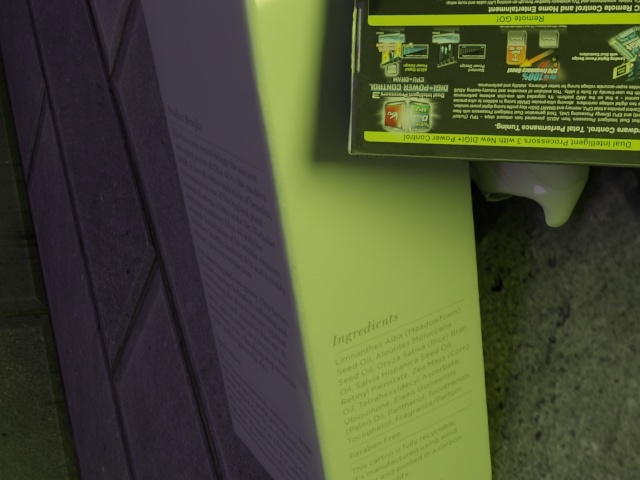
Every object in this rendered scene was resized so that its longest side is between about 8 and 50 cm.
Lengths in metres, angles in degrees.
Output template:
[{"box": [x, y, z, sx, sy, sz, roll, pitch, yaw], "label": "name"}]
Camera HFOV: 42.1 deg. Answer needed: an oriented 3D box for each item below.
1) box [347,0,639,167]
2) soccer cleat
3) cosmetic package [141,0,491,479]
[{"box": [0.153, -0.148, 0.453, 0.270, 0.060, 0.216, 4, 99, 16], "label": "box"}, {"box": [0.130, -0.074, 0.666, 0.196, 0.068, 0.076, 37, 127, 50], "label": "soccer cleat"}, {"box": [0.000, 0.000, 0.691, 0.230, 0.161, 0.453, 32, 136, 55], "label": "cosmetic package"}]
